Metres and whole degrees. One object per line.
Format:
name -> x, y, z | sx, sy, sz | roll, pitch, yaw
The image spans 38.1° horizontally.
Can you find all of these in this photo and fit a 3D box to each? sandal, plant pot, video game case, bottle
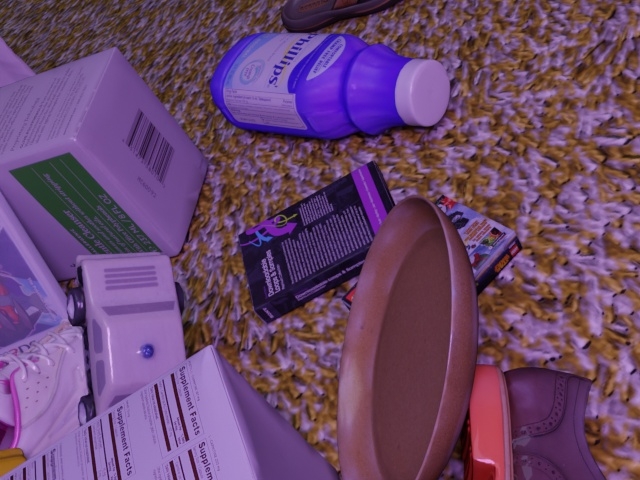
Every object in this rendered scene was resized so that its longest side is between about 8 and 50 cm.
sandal -> 0.040, -0.325, 1.158 | 0.219, 0.060, 0.090 | -12, 46, 27
plant pot -> 0.061, 0.085, 0.673 | 0.032, 0.236, 0.236 | 10, 44, -12
video game case -> -0.376, 0.052, 0.993 | 0.183, 0.201, 0.023 | -22, 18, 17
bottle -> 0.007, -0.167, 1.006 | 0.283, 0.092, 0.118 | 13, 59, 42

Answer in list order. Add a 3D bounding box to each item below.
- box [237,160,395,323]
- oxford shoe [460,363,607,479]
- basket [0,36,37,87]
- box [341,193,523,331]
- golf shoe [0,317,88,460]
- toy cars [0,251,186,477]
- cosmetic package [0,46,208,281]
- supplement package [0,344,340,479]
box -> 0.000, 0.000, 0.902 | 0.162, 0.029, 0.116 | -27, 40, 9
oxford shoe -> 0.144, 0.198, 0.563 | 0.098, 0.097, 0.271 | -2, 59, 2
basket -> -0.607, -0.170, 1.268 | 0.266, 0.328, 0.331 | -3, 51, 36
box -> 0.095, 0.029, 0.806 | 0.137, 0.027, 0.094 | -45, 42, -9
golf shoe -> -0.246, 0.135, 0.864 | 0.115, 0.140, 0.306 | -7, 47, 33
toy cars -> -0.205, 0.178, 0.753 | 0.394, 0.176, 0.087 | -59, 17, -24
cosmetic package -> -0.340, -0.063, 1.075 | 0.365, 0.197, 0.155 | -14, 45, 27
supplement package -> -0.093, 0.219, 0.629 | 0.203, 0.194, 0.149 | -32, 41, 4
